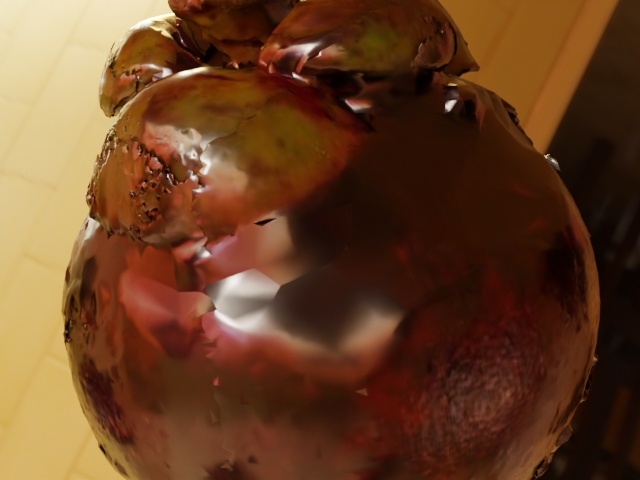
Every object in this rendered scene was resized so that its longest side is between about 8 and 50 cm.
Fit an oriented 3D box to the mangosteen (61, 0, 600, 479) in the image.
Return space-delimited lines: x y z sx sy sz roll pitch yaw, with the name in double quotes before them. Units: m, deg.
"mangosteen" -0.004 0.013 1.073 0.381 0.381 0.421 73 177 -78
